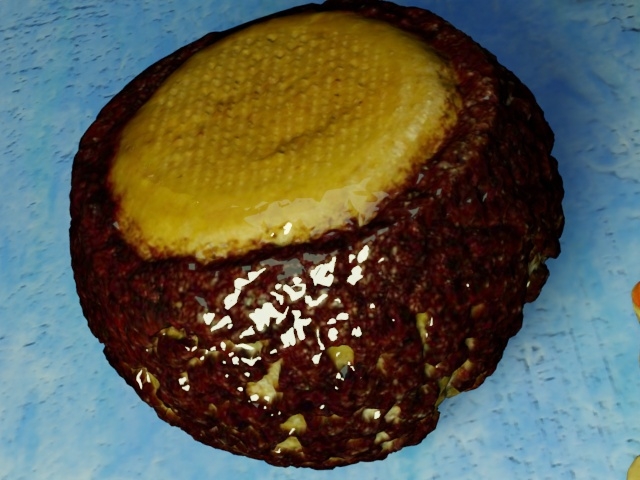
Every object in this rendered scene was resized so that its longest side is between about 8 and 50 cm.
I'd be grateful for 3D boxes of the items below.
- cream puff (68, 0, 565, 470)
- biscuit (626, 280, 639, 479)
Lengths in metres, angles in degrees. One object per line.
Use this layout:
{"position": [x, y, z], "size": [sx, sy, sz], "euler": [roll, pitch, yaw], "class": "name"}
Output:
{"position": [0.000, 0.000, 0.929], "size": [0.239, 0.165, 0.239], "euler": [-13, 42, 11], "class": "cream puff"}
{"position": [0.212, 0.072, 0.856], "size": [0.166, 0.036, 0.225], "euler": [-15, 41, 12], "class": "biscuit"}
